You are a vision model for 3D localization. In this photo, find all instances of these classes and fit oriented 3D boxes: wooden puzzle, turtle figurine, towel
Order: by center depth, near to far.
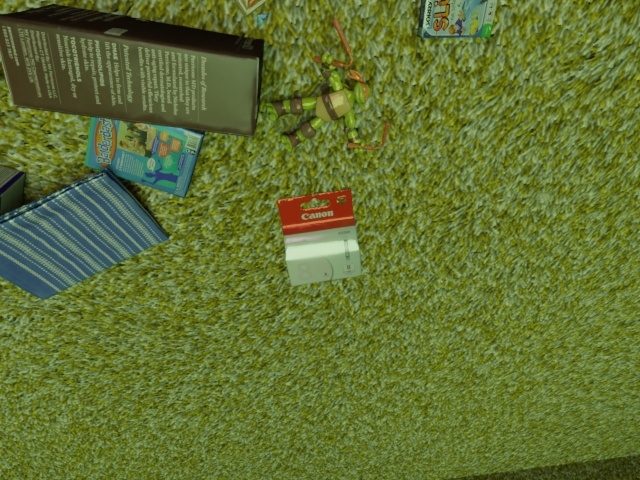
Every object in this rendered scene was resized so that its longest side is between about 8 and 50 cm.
[{"bbox_3d":[-0.127,-0.450,0.720,0.078,0.014,0.116,-35,121,17],"label":"wooden puzzle"},{"bbox_3d":[0.007,-0.277,0.807,0.217,0.087,0.270,-17,133,15],"label":"turtle figurine"},{"bbox_3d":[-0.548,0.002,0.896,0.335,0.040,0.243,-27,141,-3],"label":"towel"}]

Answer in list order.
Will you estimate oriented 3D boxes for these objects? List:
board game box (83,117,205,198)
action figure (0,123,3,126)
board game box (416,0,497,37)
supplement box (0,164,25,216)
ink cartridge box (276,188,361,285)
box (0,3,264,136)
[{"bbox_3d":[-0.365,-0.196,0.848,0.210,0.047,0.160,19,121,-18],"label":"board game box"},{"bbox_3d":[-0.727,-0.261,0.745,0.280,0.091,0.139,-5,118,-1],"label":"action figure"},{"bbox_3d":[0.254,-0.476,0.727,0.136,0.035,0.201,-4,124,-3],"label":"board game box"},{"bbox_3d":[-0.754,-0.109,0.831,0.219,0.114,0.111,19,121,-19],"label":"supplement box"},{"bbox_3d":[0.000,0.000,1.014,0.188,0.066,0.233,-9,129,1],"label":"ink cartridge box"},{"bbox_3d":[-0.294,-0.295,0.703,0.380,0.191,0.143,6,123,-10],"label":"box"}]
